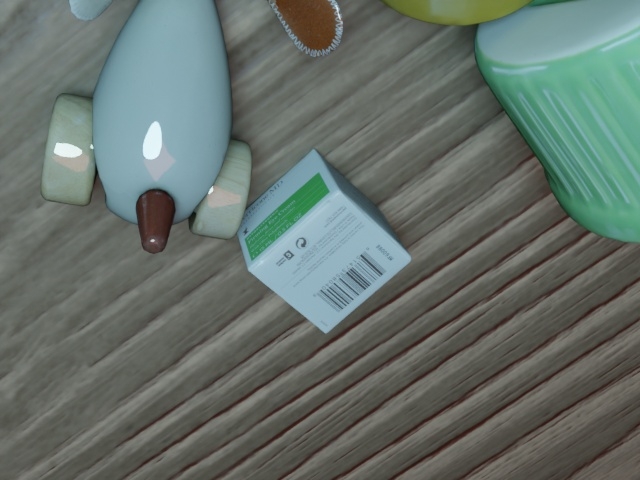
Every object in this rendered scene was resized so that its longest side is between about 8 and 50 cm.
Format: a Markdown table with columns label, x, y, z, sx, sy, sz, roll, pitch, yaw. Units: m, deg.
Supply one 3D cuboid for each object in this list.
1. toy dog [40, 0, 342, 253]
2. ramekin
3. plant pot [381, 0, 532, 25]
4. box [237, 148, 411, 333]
| label | x | y | z | sx | sy | sz | roll | pitch | yaw |
| --- | --- | --- | --- | --- | --- | --- | --- | --- | --- |
| toy dog | -0.099 | -0.126 | 0.557 | 0.220 | 0.161 | 0.333 | -10 | 122 | -10 |
| ramekin | 0.253 | -0.159 | 0.562 | 0.303 | 0.303 | 0.148 | -42 | 113 | 10 |
| plant pot | 0.083 | -0.253 | 0.466 | 0.254 | 0.253 | 0.239 | -27 | 163 | 1 |
| box | 0.000 | 0.000 | 0.701 | 0.101 | 0.087 | 0.102 | -42 | 121 | 10 |
